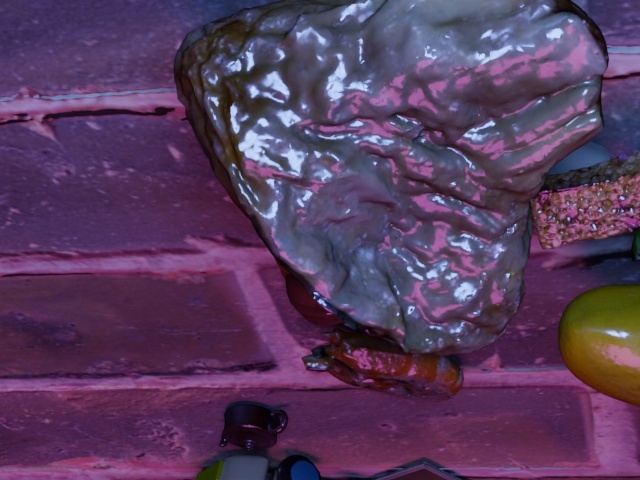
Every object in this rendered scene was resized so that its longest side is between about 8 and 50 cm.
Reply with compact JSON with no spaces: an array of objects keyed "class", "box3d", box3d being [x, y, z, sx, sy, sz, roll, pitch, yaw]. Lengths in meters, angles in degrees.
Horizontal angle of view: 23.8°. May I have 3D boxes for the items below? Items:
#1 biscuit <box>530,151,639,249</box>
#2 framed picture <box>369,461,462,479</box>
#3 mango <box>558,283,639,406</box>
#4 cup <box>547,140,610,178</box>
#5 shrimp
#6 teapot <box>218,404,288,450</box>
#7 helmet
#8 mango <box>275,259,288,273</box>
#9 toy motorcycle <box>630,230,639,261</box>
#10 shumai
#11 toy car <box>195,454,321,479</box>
[{"class":"biscuit","box3d":[0.257,-0.040,1.195,0.199,0.034,0.064,-12,124,21]},{"class":"framed picture","box3d":[0.144,0.325,1.903,0.183,0.011,0.142,30,141,-31]},{"class":"mango","box3d":[0.373,0.099,1.370,0.332,0.142,0.195,5,170,0]},{"class":"cup","box3d":[0.185,-0.067,1.253,0.083,0.054,0.075,21,175,-15]},{"class":"shrimp","box3d":[0.060,0.140,1.590,0.187,0.051,0.132,22,144,-27]},{"class":"teapot","box3d":[-0.077,0.219,1.748,0.100,0.045,0.068,-18,142,35]},{"class":"helmet","box3d":[0.012,0.050,1.455,0.111,0.057,0.089,-12,141,27]},{"class":"mango","box3d":[0.000,0.000,1.377,0.080,0.060,0.114,13,149,-39]},{"class":"toy motorcycle","box3d":[0.310,-0.027,1.271,0.106,0.074,0.190,10,150,13]},{"class":"shumai","box3d":[0.076,-0.095,1.144,0.346,0.217,0.283,38,107,-18]},{"class":"toy car","box3d":[-0.051,0.396,1.870,0.248,0.198,0.204,29,142,-22]}]
